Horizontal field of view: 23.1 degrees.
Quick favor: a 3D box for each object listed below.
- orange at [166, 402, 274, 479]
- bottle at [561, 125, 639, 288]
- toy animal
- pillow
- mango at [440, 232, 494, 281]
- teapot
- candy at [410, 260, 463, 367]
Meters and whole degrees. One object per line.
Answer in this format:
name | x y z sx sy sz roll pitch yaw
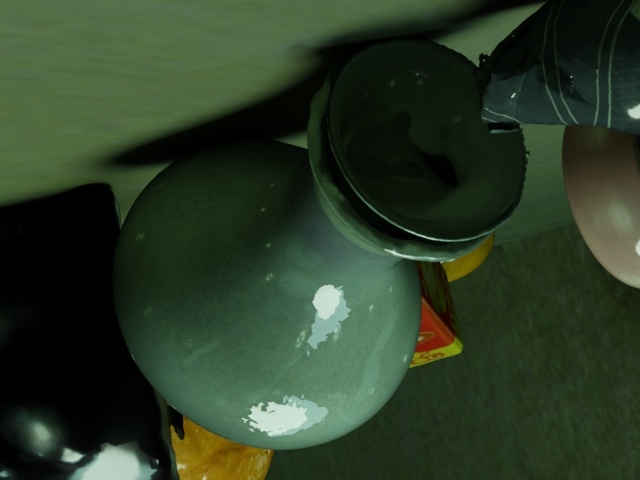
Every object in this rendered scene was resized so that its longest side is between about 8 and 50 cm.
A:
orange | -0.165 0.139 1.313 0.261 0.261 0.261 -15 175 -1
bottle | 0.297 -0.071 0.926 0.297 0.173 0.206 -19 -153 38
toy animal | -0.223 0.102 0.978 0.267 0.212 0.212 -19 175 -1
pillow | 0.230 -0.106 0.688 0.335 0.092 0.161 -14 179 -1
mango | 0.076 0.000 1.455 0.178 0.090 0.115 -9 163 -21
teapot | 0.000 0.000 0.824 0.183 0.183 0.251 -13 163 -29
candy | 0.019 0.040 1.299 0.146 0.088 0.276 -16 158 14
